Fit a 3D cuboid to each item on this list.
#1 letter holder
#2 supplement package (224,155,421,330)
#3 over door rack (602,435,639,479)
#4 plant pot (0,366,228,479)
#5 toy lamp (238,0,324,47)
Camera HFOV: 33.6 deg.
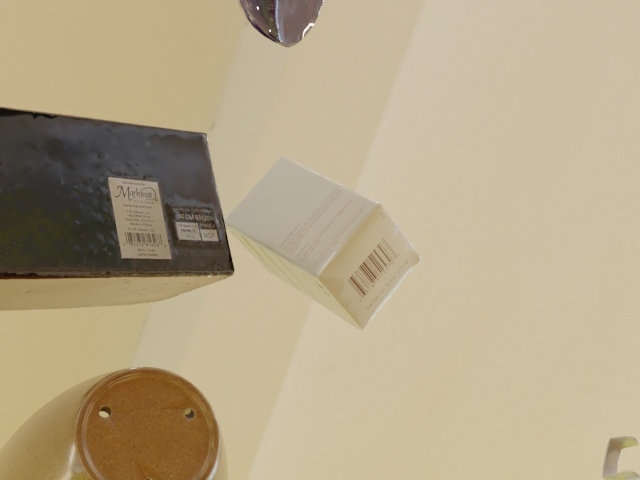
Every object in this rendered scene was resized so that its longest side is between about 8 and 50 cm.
[{"bbox_3d":[-0.271,-0.009,0.996,0.302,0.214,0.152,2,-109,-51],"label":"letter holder"},{"bbox_3d":[0.000,0.000,1.148,0.105,0.179,0.105,-50,-47,-10],"label":"supplement package"},{"bbox_3d":[0.456,0.309,1.047,0.239,0.324,0.108,42,-113,-16],"label":"over door rack"},{"bbox_3d":[-0.178,0.212,0.947,0.237,0.237,0.254,-4,-28,-23],"label":"plant pot"},{"bbox_3d":[-0.129,-0.166,0.514,0.275,0.080,0.080,18,-75,15],"label":"toy lamp"}]
